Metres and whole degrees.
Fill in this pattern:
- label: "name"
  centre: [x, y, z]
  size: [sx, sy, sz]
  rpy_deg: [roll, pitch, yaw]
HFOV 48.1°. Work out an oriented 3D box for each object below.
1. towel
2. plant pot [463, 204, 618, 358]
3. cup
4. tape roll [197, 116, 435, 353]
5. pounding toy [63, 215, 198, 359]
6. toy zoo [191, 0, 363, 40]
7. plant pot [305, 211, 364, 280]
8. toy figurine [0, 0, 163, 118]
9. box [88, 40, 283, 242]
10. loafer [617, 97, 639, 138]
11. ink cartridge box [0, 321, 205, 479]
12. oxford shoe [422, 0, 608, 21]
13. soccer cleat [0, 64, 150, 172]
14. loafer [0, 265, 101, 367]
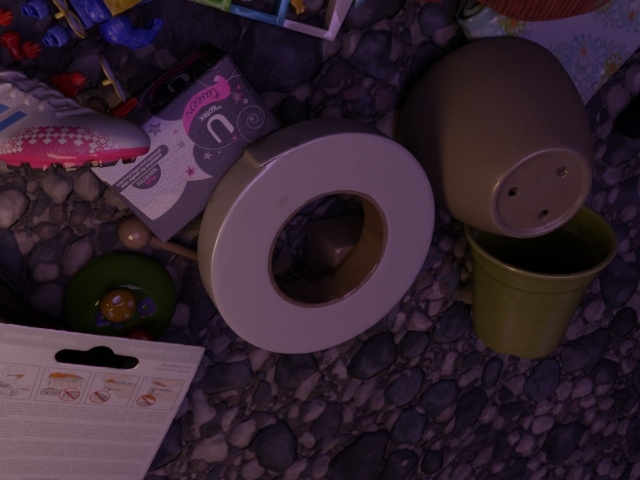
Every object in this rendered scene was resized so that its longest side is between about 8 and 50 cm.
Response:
- label: "towel"
  centre: [0.448, -0.412, 1.274]
  size: [0.374, 0.090, 0.320]
  rpy_deg: [-47, 122, 1]
- label: "plant pot"
  centre: [0.402, 0.081, 1.391]
  size: [0.276, 0.276, 0.253]
  rpy_deg: [-14, 128, -19]
- label: "cup"
  centre: [0.316, -0.138, 1.200]
  size: [0.331, 0.237, 0.331]
  rpy_deg: [-7, 128, -9]
- label: "tape roll"
  centre: [0.000, 0.000, 1.122]
  size: [0.392, 0.072, 0.392]
  rpy_deg: [-14, 124, -22]
- label: "pounding toy"
  centre: [-0.295, 0.099, 1.145]
  size: [0.183, 0.110, 0.237]
  rpy_deg: [33, 96, -32]
- label: "toy zoo"
  centre: [-0.047, -0.419, 1.076]
  size: [0.293, 0.030, 0.192]
  rpy_deg: [7, 109, -27]
- label: "plant pot"
  centre: [0.042, 0.023, 1.275]
  size: [0.109, 0.096, 0.109]
  rpy_deg: [-11, 116, -20]
- label: "toy figurine"
  centre: [-0.325, -0.357, 0.945]
  size: [0.217, 0.191, 0.362]
  rpy_deg: [-52, 124, -32]
- label: "box"
  centre: [-0.202, -0.149, 1.059]
  size: [0.247, 0.142, 0.163]
  rpy_deg: [-41, 123, -4]
- label: "loafer"
  centre: [0.702, -0.292, 1.450]
  size: [0.223, 0.078, 0.076]
  rpy_deg: [-47, 123, 1]
- label: "ink cartridge box"
  centre: [-0.391, 0.258, 1.127]
  size: [0.308, 0.091, 0.385]
  rpy_deg: [12, 123, -28]
- label: "oxford shoe"
  centre: [0.268, -0.442, 1.094]
  size: [0.397, 0.146, 0.140]
  rpy_deg: [7, 147, -12]
- label: "soccer cleat"
  centre: [-0.380, -0.161, 0.915]
  size: [0.331, 0.116, 0.143]
  rpy_deg: [2, 100, 12]
- label: "loafer"
  centre: [-0.453, 0.161, 1.095]
  size: [0.109, 0.095, 0.302]
  rpy_deg: [-24, 123, 14]
